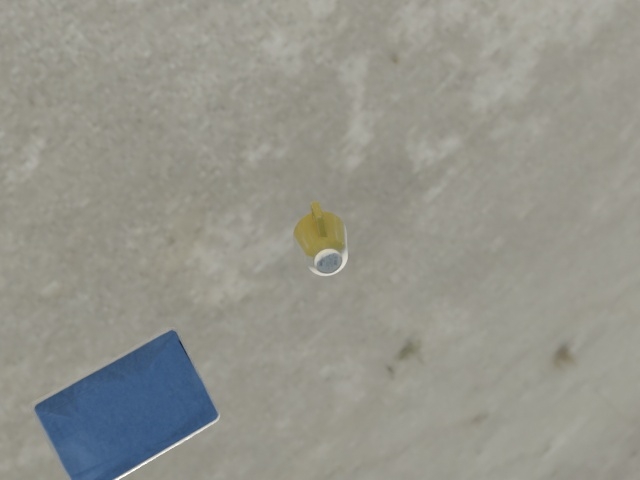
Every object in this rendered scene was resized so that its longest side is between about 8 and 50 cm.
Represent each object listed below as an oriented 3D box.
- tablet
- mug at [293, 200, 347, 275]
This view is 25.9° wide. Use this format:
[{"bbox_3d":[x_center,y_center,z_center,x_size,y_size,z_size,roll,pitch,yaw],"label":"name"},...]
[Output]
[{"bbox_3d":[-0.095,0.085,0.688,0.083,0.054,0.006,-29,-175,-22],"label":"tablet"},{"bbox_3d":[-0.001,0.004,1.574,0.062,0.064,0.078,-40,118,12],"label":"mug"}]
